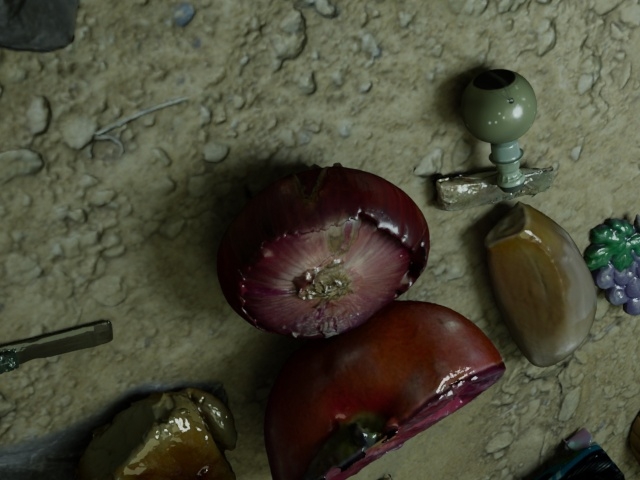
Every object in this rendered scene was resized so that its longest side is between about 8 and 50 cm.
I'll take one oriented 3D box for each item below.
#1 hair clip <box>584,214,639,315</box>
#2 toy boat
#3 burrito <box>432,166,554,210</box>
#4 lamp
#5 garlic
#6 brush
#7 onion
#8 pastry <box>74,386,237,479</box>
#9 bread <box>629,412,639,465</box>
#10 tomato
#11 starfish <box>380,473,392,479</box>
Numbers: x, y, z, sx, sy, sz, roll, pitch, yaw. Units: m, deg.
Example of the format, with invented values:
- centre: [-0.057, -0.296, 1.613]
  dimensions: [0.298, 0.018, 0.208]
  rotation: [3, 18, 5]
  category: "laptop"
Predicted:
- centre: [0.465, 0.032, 1.517]
  dimensions: [0.124, 0.052, 0.195]
  rotation: [-40, 124, 7]
  category: "hair clip"
- centre: [0.366, 0.450, 1.706]
  dimensions: [0.299, 0.092, 0.134]
  rotation: [-40, 129, 3]
  category: "toy boat"
- centre: [0.224, -0.070, 1.310]
  dimensions: [0.171, 0.042, 0.051]
  rotation: [-11, 135, -21]
  category: "burrito"
- centre: [0.225, -0.128, 1.235]
  dimensions: [0.091, 0.091, 0.163]
  rotation: [-27, 126, -11]
  category: "lamp"
- centre: [0.317, 0.068, 1.416]
  dimensions: [0.143, 0.112, 0.318]
  rotation: [-31, 125, 0]
  category: "garlic"
- centre: [-0.326, 0.128, 1.140]
  dimensions: [0.190, 0.027, 0.034]
  rotation: [-12, 127, -23]
  category: "brush"
- centre: [0.002, 0.010, 1.160]
  dimensions: [0.248, 0.161, 0.248]
  rotation: [-2, 124, -3]
  category: "onion"
- centre: [-0.205, 0.290, 1.268]
  dimensions: [0.229, 0.100, 0.218]
  rotation: [-15, 126, -22]
  category: "pastry"
- centre: [0.659, 0.337, 1.806]
  dimensions: [0.236, 0.070, 0.236]
  rotation: [-14, 125, -20]
  category: "bread"
- centre: [0.060, 0.193, 1.309]
  dimensions: [0.335, 0.176, 0.289]
  rotation: [-37, 162, 9]
  category: "tomato"
- centre: [0.045, 0.464, 1.564]
  dimensions: [0.227, 0.043, 0.240]
  rotation: [-37, 134, -2]
  category: "starfish"
